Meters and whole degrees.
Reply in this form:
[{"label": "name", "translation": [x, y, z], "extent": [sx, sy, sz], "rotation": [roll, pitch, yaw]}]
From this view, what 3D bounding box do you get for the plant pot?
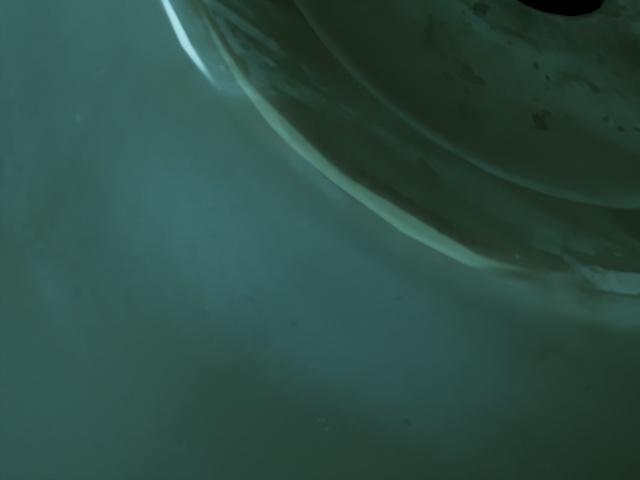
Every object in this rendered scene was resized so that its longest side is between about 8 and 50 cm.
[{"label": "plant pot", "translation": [0.000, 0.000, 0.509], "extent": [0.323, 0.280, 0.323], "rotation": [11, 56, -17]}]
